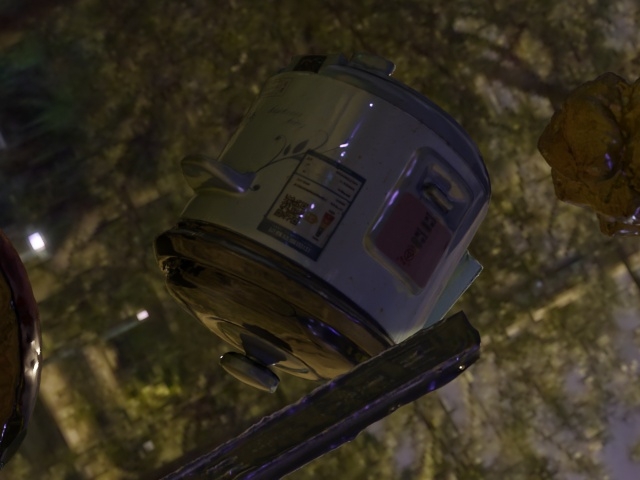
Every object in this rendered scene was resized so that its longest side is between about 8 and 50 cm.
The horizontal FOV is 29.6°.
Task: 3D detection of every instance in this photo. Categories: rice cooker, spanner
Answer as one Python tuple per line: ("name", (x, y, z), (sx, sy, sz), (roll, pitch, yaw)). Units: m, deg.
("rice cooker", (0.000, 0.000, 1.107), (0.264, 0.316, 0.317), (11, -51, 49))
("spanner", (-0.053, 0.117, 0.604), (0.093, 0.325, 0.026), (46, -26, 40))

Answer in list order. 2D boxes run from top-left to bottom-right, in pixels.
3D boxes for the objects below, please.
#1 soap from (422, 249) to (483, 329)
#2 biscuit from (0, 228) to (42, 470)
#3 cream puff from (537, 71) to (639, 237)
("soap", (0.079, 0.066, 1.370), (0.114, 0.198, 0.063), (46, -10, -25))
("biscuit", (-0.495, 0.120, 1.340), (0.407, 0.407, 0.091), (62, 10, 7))
("cream puff", (0.411, -0.105, 1.567), (0.244, 0.244, 0.196), (90, -10, -62))
